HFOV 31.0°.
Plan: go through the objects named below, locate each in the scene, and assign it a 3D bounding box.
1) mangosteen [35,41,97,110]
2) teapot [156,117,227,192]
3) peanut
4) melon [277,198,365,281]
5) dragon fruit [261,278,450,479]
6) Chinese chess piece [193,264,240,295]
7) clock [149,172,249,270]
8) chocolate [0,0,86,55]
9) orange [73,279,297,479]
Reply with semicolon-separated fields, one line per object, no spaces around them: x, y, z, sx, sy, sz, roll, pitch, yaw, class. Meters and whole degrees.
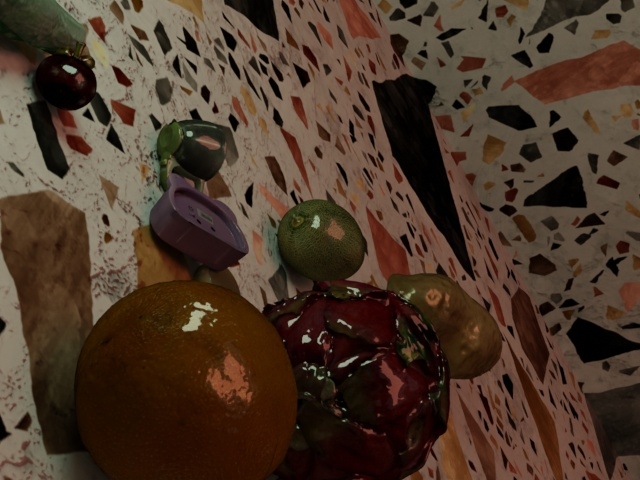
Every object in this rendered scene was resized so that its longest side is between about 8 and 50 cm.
-0.327;-0.208;1.497;0.081;0.081;0.081;51;25;-36;mangosteen
-0.196;-0.128;1.725;0.091;0.092;0.124;17;44;-43;teapot
0.247;0.179;2.377;0.387;0.170;0.192;39;38;-45;peanut
0.000;0.000;1.995;0.192;0.139;0.139;38;34;-48;melon
0.032;0.206;1.615;0.329;0.329;0.329;51;25;-36;dragon fruit
-0.152;0.071;1.692;0.084;0.034;0.084;49;25;-33;Chinese chess piece
-0.179;-0.025;1.664;0.153;0.050;0.110;33;25;-38;clock
-0.394;-0.304;1.416;0.291;0.110;0.110;31;40;-61;chocolate
-0.146;0.179;1.294;0.264;0.264;0.264;51;25;-36;orange
